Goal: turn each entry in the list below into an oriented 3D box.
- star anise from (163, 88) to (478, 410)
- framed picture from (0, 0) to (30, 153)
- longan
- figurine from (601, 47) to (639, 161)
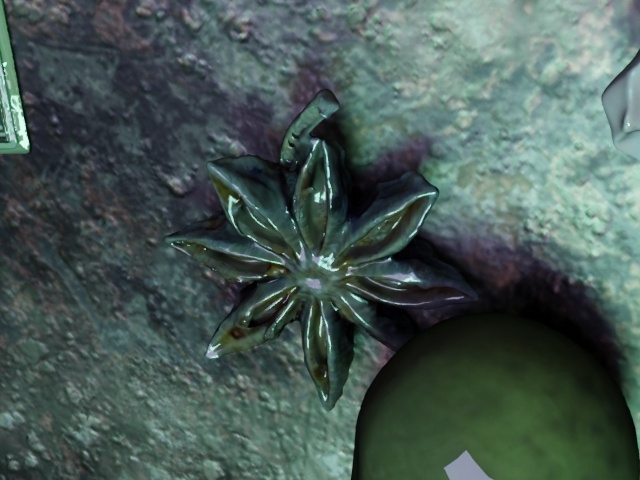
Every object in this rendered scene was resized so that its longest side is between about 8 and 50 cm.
[{"bbox_3d":[0.001,0.000,0.875,0.230,0.081,0.262,11,125,17],"label":"star anise"},{"bbox_3d":[-0.378,-0.175,0.984,0.296,0.019,0.232,0,111,21],"label":"framed picture"},{"bbox_3d":[0.114,0.155,0.835,0.196,0.196,0.220,14,109,15],"label":"longan"},{"bbox_3d":[0.302,-0.069,0.705,0.275,0.133,0.200,13,131,17],"label":"figurine"}]
